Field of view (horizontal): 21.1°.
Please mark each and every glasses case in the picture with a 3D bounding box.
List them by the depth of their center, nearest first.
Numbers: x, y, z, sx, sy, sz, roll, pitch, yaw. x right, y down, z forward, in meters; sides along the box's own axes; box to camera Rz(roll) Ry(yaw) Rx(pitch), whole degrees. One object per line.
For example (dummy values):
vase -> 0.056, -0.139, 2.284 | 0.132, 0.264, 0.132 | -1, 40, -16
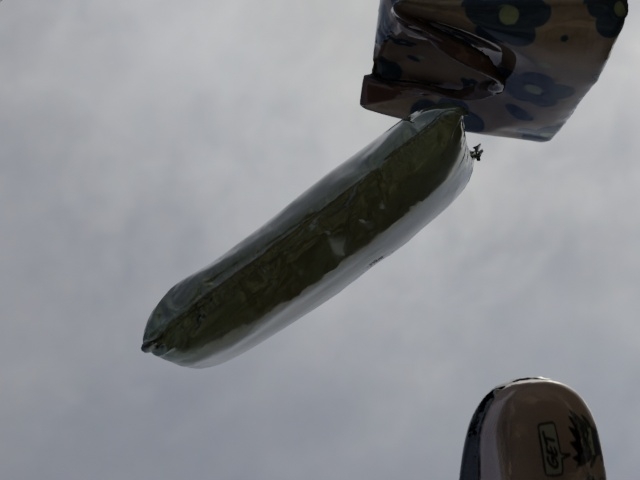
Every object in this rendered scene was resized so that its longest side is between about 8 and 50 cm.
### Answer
glasses case -> 0.150, 0.252, 1.194 | 0.122, 0.075, 0.314 | 5, -96, -41

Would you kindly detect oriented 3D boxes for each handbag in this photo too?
handbag -> 0.136, -0.200, 1.451 | 0.193, 0.251, 0.190 | 6, -110, -8

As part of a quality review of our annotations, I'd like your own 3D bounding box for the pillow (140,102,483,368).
pillow -> 0.000, 0.000, 1.318 | 0.302, 0.185, 0.075 | -37, -101, 0
